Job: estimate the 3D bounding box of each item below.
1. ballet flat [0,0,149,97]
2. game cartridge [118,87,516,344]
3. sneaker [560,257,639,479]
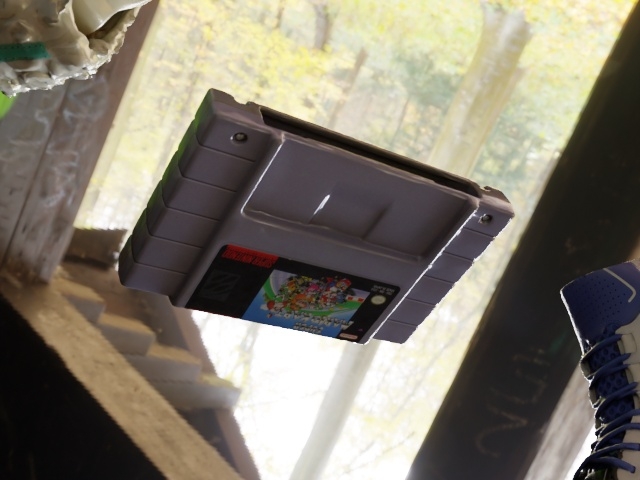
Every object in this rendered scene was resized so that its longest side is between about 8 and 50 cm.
[{"bbox_3d":[-0.115,-0.256,0.609,0.147,0.408,0.147,19,152,11],"label":"ballet flat"},{"bbox_3d":[0.000,0.000,0.857,0.355,0.230,0.068,15,-148,-30],"label":"game cartridge"},{"bbox_3d":[0.299,0.173,0.773,0.182,0.127,0.315,-13,-113,-27],"label":"sneaker"}]
